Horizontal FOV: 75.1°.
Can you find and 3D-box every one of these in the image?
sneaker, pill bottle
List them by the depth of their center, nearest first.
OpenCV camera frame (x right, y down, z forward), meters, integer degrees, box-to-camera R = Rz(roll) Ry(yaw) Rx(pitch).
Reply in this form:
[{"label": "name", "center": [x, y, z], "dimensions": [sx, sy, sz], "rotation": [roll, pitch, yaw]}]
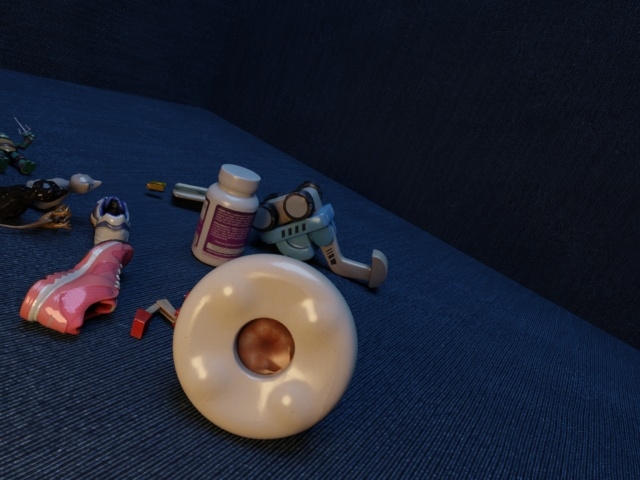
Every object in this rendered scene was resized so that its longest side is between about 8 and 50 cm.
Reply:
[{"label": "sneaker", "center": [-0.512, 0.110, 0.954], "dimensions": [0.136, 0.116, 0.314], "rotation": [32, 27, -3]}, {"label": "sneaker", "center": [-0.618, -0.081, 1.248], "dimensions": [0.111, 0.131, 0.296], "rotation": [5, 26, -35]}, {"label": "pill bottle", "center": [-0.294, -0.080, 1.328], "dimensions": [0.169, 0.302, 0.169], "rotation": [20, 21, -8]}]

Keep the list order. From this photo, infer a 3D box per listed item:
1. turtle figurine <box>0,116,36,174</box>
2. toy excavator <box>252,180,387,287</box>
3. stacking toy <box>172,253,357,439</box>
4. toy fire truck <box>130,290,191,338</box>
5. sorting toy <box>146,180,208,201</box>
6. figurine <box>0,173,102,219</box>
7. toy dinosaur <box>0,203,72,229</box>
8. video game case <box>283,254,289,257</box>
[{"label": "turtle figurine", "center": [-1.060, -0.320, 1.405], "dimensions": [0.175, 0.118, 0.234], "rotation": [-18, 58, -39]}, {"label": "toy excavator", "center": [0.000, 0.000, 1.593], "dimensions": [0.432, 0.445, 0.222], "rotation": [-16, 15, 16]}, {"label": "stacking toy", "center": [-0.101, 0.197, 0.980], "dimensions": [0.350, 0.351, 0.480], "rotation": [23, 1, 0]}, {"label": "toy fire truck", "center": [-0.354, 0.175, 1.003], "dimensions": [0.135, 0.047, 0.192], "rotation": [19, 20, -6]}, {"label": "sorting toy", "center": [-0.543, -0.193, 1.705], "dimensions": [0.307, 0.041, 0.229], "rotation": [10, 12, -19]}, {"label": "figurine", "center": [-0.755, -0.134, 1.159], "dimensions": [0.209, 0.092, 0.215], "rotation": [-9, 15, 14]}, {"label": "toy dinosaur", "center": [-0.760, -0.052, 1.158], "dimensions": [0.112, 0.064, 0.211], "rotation": [-6, 17, 5]}, {"label": "video game case", "center": [-0.119, 0.125, 1.399], "dimensions": [0.206, 0.026, 0.227], "rotation": [34, 24, 28]}]
